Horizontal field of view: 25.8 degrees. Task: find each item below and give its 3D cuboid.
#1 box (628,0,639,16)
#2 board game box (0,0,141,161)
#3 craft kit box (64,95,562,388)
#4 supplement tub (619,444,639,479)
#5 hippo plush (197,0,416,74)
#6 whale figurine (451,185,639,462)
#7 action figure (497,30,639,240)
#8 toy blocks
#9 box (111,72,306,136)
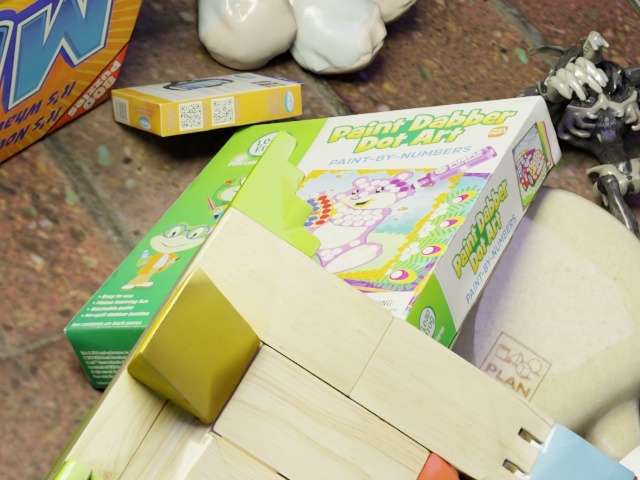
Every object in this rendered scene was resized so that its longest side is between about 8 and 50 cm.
[{"bbox_3d":[0.434,-0.217,1.393,0.216,0.060,0.270,-10,55,-30],"label":"box"},{"bbox_3d":[-0.335,-0.243,0.859,0.356,0.356,0.356,39,46,12],"label":"board game box"},{"bbox_3d":[0.000,0.000,0.904,0.250,0.061,0.246,-3,31,32],"label":"craft kit box"},{"bbox_3d":[0.284,0.230,0.769,0.191,0.191,0.272,-13,23,-32],"label":"supplement tub"},{"bbox_3d":[-0.012,-0.306,1.144,0.234,0.236,0.294,-13,58,-32],"label":"hippo plush"},{"bbox_3d":[0.116,0.095,0.948,0.216,0.141,0.272,32,70,1],"label":"whale figurine"},{"bbox_3d":[0.253,-0.092,1.147,0.164,0.141,0.275,-9,56,-16],"label":"action figure"},{"bbox_3d":[-0.018,0.180,0.668,0.261,0.191,0.381,34,70,-5],"label":"toy blocks"},{"bbox_3d":[-0.079,-0.105,1.055,0.136,0.028,0.081,-10,17,-32],"label":"box"}]
